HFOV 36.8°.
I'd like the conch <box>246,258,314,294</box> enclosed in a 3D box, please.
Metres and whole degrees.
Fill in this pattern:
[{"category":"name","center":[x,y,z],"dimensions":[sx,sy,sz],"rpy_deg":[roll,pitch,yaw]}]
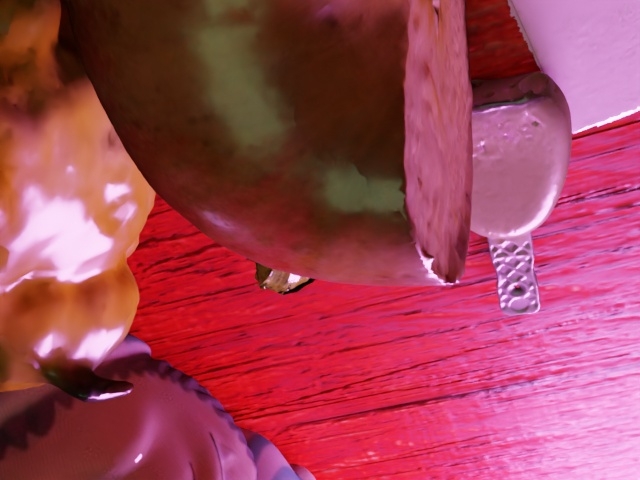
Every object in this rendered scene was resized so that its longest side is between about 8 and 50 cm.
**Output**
[{"category":"conch","center":[0.000,0.000,0.652],"dimensions":[0.121,0.074,0.089],"rpy_deg":[5,168,-23]}]

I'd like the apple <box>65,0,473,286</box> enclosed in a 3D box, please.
[{"category":"apple","center":[-0.021,-0.122,0.458],"dimensions":[0.163,0.251,0.293],"rpy_deg":[-2,122,15]}]

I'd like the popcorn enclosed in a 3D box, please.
[{"category":"popcorn","center":[-0.206,-0.011,0.513],"dimensions":[0.281,0.297,0.316],"rpy_deg":[44,113,14]}]

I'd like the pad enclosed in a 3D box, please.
[{"category":"pad","center":[0.174,-0.171,0.539],"dimensions":[0.156,0.004,0.232],"rpy_deg":[-20,124,21]}]

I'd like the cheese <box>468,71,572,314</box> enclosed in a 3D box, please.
[{"category":"cheese","center":[0.123,-0.021,0.644],"dimensions":[0.097,0.037,0.192],"rpy_deg":[-6,128,14]}]

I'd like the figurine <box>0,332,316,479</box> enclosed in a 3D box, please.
[{"category":"figurine","center":[-0.160,0.132,0.716],"dimensions":[0.266,0.361,0.378],"rpy_deg":[-18,91,17]}]
